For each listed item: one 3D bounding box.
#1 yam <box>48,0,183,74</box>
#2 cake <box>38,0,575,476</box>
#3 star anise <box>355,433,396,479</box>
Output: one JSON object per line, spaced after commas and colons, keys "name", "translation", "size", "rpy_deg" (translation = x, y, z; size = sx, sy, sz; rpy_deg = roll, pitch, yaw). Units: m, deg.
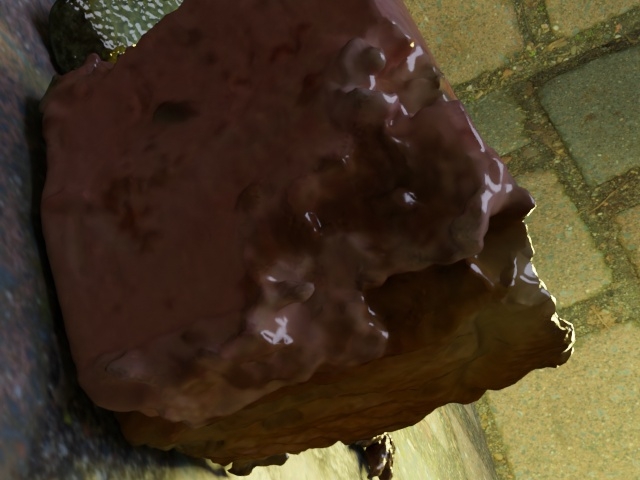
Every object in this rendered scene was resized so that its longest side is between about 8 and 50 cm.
{"name": "yam", "translation": [-0.161, -0.189, 0.782], "size": [0.259, 0.106, 0.106], "rpy_deg": [-60, 126, -77]}
{"name": "cake", "translation": [-0.012, -0.018, 0.614], "size": [0.293, 0.314, 0.306], "rpy_deg": [41, 30, -63]}
{"name": "star anise", "translation": [0.072, 0.270, 1.121], "size": [0.141, 0.042, 0.141], "rpy_deg": [61, 13, -25]}
